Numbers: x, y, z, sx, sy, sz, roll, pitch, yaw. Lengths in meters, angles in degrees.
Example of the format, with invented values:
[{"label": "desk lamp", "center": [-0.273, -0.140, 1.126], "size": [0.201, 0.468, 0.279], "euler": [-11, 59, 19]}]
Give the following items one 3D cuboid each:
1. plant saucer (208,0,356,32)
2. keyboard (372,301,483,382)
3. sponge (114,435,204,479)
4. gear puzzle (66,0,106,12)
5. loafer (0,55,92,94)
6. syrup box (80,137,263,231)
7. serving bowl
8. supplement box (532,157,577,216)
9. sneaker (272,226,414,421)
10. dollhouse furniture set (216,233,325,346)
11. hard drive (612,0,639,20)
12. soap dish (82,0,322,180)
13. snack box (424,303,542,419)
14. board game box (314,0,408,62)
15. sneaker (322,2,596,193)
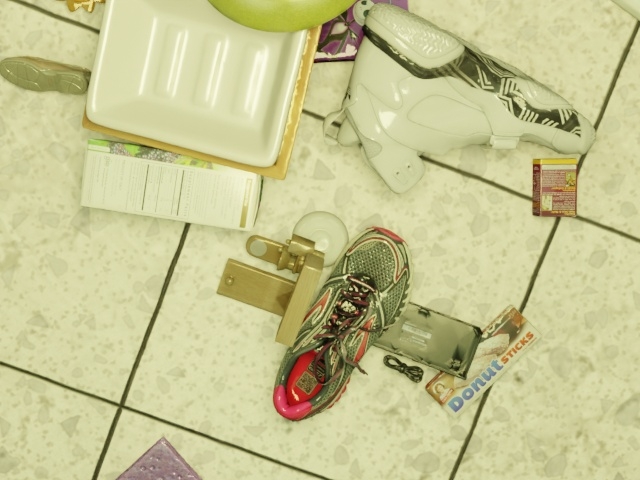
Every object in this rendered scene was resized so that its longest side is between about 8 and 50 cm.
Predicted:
[{"label": "plant saucer", "center": [-0.045, -0.372, 1.051], "size": [0.241, 0.037, 0.240], "euler": [-1, 76, 5]}, {"label": "keyboard", "center": [0.133, 0.147, 1.250], "size": [0.180, 0.023, 0.108], "euler": [20, 90, 6]}, {"label": "sponge", "center": [-0.270, 0.401, 1.272], "size": [0.210, 0.031, 0.117], "euler": [-42, 96, 2]}, {"label": "gear puzzle", "center": [-0.344, -0.481, 1.173], "size": [0.176, 0.044, 0.338], "euler": [-13, 100, -8]}, {"label": "loafer", "center": [-0.382, -0.233, 1.203], "size": [0.125, 0.039, 0.045], "euler": [12, 129, 0]}, {"label": "syrup box", "center": [-0.200, -0.077, 1.192], "size": [0.237, 0.093, 0.096], "euler": [8, 95, -2]}, {"label": "serving bowl", "center": [0.000, 0.000, 1.239], "size": [0.083, 0.027, 0.083], "euler": [0, 97, -2]}, {"label": "supplement box", "center": [0.335, -0.076, 1.232], "size": [0.055, 0.043, 0.083], "euler": [0, 95, -2]}, {"label": "sneaker", "center": [0.034, 0.122, 1.192], "size": [0.121, 0.112, 0.299], "euler": [27, 96, 12]}, {"label": "dollhouse furniture set", "center": [-0.074, 0.056, 1.166], "size": [0.123, 0.151, 0.144], "euler": [20, 109, -3]}, {"label": "hard drive", "center": [0.561, -0.359, 1.210], "size": [0.308, 0.040, 0.203], "euler": [34, 94, -5]}, {"label": "soap dish", "center": [-0.151, -0.225, 1.137], "size": [0.291, 0.118, 0.228], "euler": [15, 99, 10]}, {"label": "snack box", "center": [0.239, 0.178, 1.267], "size": [0.178, 0.022, 0.064], "euler": [-45, 95, 3]}, {"label": "board game box", "center": [0.012, -0.421, 1.187], "size": [0.208, 0.056, 0.346], "euler": [-4, 96, -5]}, {"label": "sneaker", "center": [0.184, -0.156, 1.180], "size": [0.366, 0.137, 0.210], "euler": [23, 110, -18]}]
